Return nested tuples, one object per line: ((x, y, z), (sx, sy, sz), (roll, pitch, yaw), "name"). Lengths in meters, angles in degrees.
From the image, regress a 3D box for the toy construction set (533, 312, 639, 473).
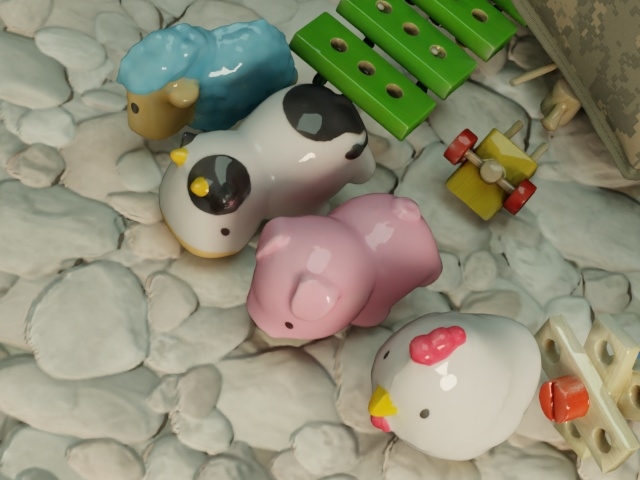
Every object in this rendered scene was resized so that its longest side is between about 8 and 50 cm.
((0.309, 0.089, 1.086), (0.328, 0.151, 0.215), (-16, 82, -16), "toy construction set")

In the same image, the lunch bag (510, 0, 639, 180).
((0.265, -0.228, 1.241), (0.169, 0.235, 0.287), (-14, 66, -38), "lunch bag")

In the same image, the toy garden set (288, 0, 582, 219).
((0.112, -0.129, 1.275), (0.204, 0.049, 0.244), (40, 46, 7), "toy garden set")

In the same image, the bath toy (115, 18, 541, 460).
((0.000, 0.000, 1.094), (0.151, 0.129, 0.348), (-40, 65, 2), "bath toy")
